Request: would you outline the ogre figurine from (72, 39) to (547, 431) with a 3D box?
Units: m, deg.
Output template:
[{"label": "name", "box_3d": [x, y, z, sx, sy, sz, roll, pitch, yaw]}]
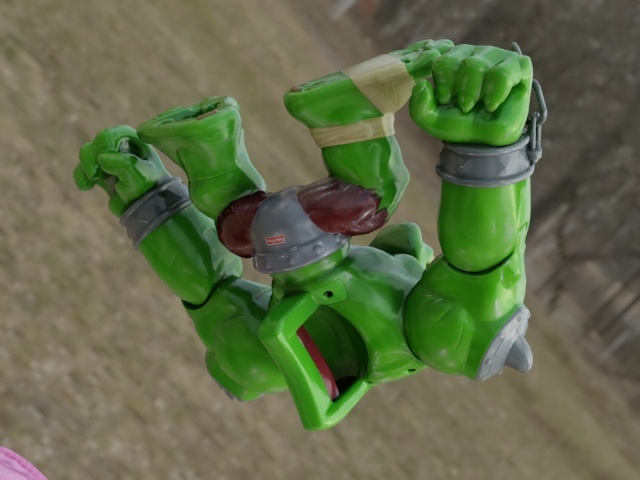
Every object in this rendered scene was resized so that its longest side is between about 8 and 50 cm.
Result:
[{"label": "ogre figurine", "box_3d": [0.000, 0.000, 0.674, 0.097, 0.197, 0.118, -47, 122, -68]}]

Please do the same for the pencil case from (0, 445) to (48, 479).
[{"label": "pencil case", "box_3d": [-0.019, 0.103, 0.339, 0.209, 0.098, 0.095, 21, -19, 22]}]
